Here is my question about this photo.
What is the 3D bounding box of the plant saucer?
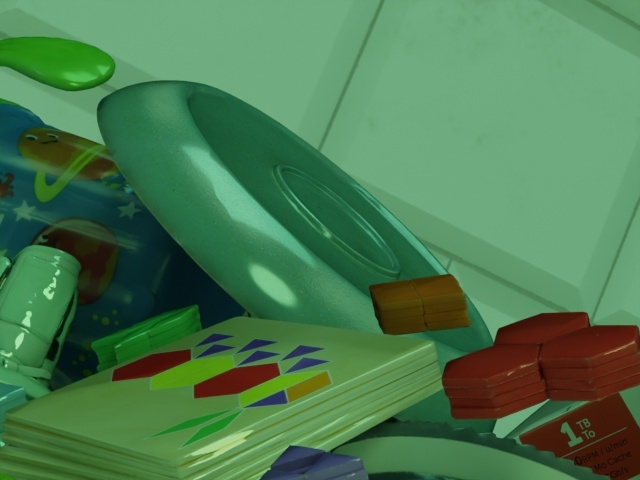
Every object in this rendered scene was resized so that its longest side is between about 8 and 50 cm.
[{"bbox_3d":[0.000,0.000,1.042,0.317,0.044,0.317,39,14,-11],"label":"plant saucer"}]

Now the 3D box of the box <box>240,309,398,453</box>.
[{"bbox_3d":[0.016,0.138,0.931,0.169,0.087,0.290,29,8,-9],"label":"box"}]

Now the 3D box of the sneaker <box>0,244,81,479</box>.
[{"bbox_3d":[-0.184,0.069,0.948,0.094,0.151,0.256,27,-7,-19],"label":"sneaker"}]

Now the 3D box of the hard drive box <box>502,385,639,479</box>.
[{"bbox_3d":[0.231,0.164,0.891,0.089,0.181,0.232,-27,85,-54],"label":"hard drive box"}]

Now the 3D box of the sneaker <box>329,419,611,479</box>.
[{"bbox_3d":[0.142,0.184,0.745,0.319,0.131,0.112,16,-27,-9],"label":"sneaker"}]

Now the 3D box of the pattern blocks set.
[{"bbox_3d":[-0.045,0.073,0.738,0.285,0.026,0.325,-19,12,-23],"label":"pattern blocks set"}]

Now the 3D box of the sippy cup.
[{"bbox_3d":[-0.172,0.029,1.170,0.224,0.240,0.305,13,-24,23],"label":"sippy cup"}]
